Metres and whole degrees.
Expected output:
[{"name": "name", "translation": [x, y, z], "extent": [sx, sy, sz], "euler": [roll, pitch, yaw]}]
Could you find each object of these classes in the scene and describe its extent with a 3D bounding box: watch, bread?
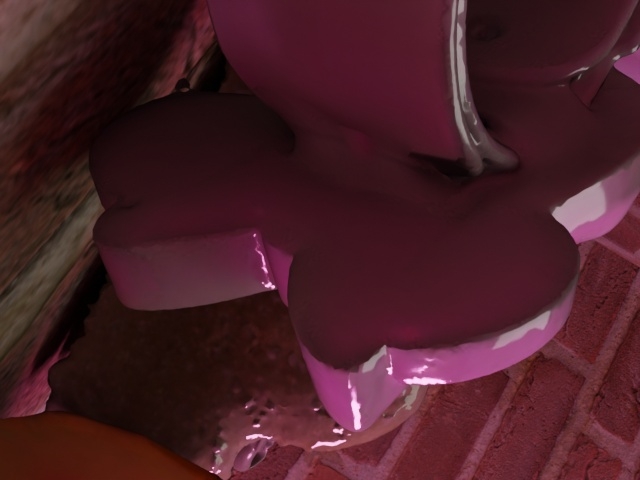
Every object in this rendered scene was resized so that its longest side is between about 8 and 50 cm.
[{"name": "watch", "translation": [0.030, -0.098, 0.431], "extent": [0.248, 0.211, 0.217], "euler": [-35, 135, -40]}, {"name": "bread", "translation": [-0.003, -0.001, 0.621], "extent": [0.337, 0.183, 0.102], "euler": [-61, 173, 7]}]

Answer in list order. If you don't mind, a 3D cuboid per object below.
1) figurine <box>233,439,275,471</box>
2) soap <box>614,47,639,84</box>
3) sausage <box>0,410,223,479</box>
[{"name": "figurine", "translation": [-0.019, 0.143, 1.520], "extent": [0.342, 0.167, 0.285], "euler": [-37, 167, 1]}, {"name": "soap", "translation": [0.264, -0.252, 0.898], "extent": [0.156, 0.261, 0.446], "euler": [-52, 158, -16]}, {"name": "sausage", "translation": [-0.145, 0.260, 0.535], "extent": [0.287, 0.233, 0.233], "euler": [-60, 175, 26]}]
